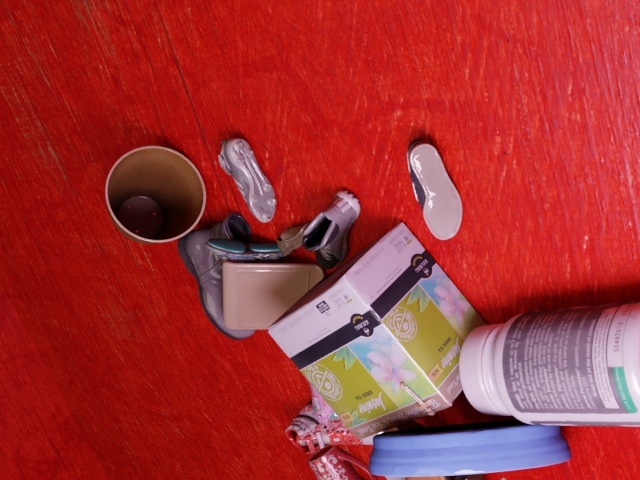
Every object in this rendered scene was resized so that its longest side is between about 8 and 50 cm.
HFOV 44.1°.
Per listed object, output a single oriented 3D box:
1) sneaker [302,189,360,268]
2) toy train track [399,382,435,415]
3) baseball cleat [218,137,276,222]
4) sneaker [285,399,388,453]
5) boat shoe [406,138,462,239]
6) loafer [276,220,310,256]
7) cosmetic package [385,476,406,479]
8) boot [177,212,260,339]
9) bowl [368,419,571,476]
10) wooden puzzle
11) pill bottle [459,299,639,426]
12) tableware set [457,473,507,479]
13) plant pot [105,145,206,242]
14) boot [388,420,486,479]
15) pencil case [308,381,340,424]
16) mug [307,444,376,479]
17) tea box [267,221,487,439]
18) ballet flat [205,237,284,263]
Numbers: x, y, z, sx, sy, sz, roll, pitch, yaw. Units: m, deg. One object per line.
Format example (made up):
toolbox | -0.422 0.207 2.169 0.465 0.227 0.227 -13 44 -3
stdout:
sneaker | 0.000 0.000 1.683 0.086 0.132 0.228 36 139 18
toy train track | 0.182 0.303 1.496 0.083 0.014 0.048 44 139 6
baseball cleat | -0.167 -0.140 1.802 0.109 0.072 0.205 9 122 57
sneaker | 0.037 0.504 2.033 0.270 0.145 0.090 11 127 38
boat shoe | 0.211 -0.098 1.478 0.065 0.075 0.206 -109 -3 -63
loafer | -0.061 -0.008 1.797 0.050 0.056 0.148 46 141 -4
cosmetic package | 0.260 0.606 1.948 0.231 0.085 0.117 50 141 -2
boot | -0.211 0.104 1.993 0.223 0.118 0.338 -12 115 42
bowl | 0.287 0.404 1.558 0.391 0.391 0.077 -19 72 50
wooden puzzle | -0.115 0.132 1.900 0.239 0.044 0.220 4 131 -2
pill bottle | 0.434 0.219 1.379 0.361 0.204 0.204 -13 110 48
tableware set | 0.373 0.572 1.846 0.194 0.039 0.128 44 141 9
plant pot | -0.436 -0.086 1.989 0.237 0.237 0.254 54 155 -4
boot | 0.223 0.563 1.842 0.283 0.109 0.220 37 111 3
pencil case | 0.018 0.312 1.922 0.124 0.124 0.284 16 129 35
mug | 0.063 0.642 2.174 0.169 0.150 0.113 57 177 0
tea box | 0.124 0.198 1.647 0.323 0.220 0.329 49 141 -1
ballet flat | -0.178 0.036 1.863 0.189 0.070 0.070 5 136 -9
